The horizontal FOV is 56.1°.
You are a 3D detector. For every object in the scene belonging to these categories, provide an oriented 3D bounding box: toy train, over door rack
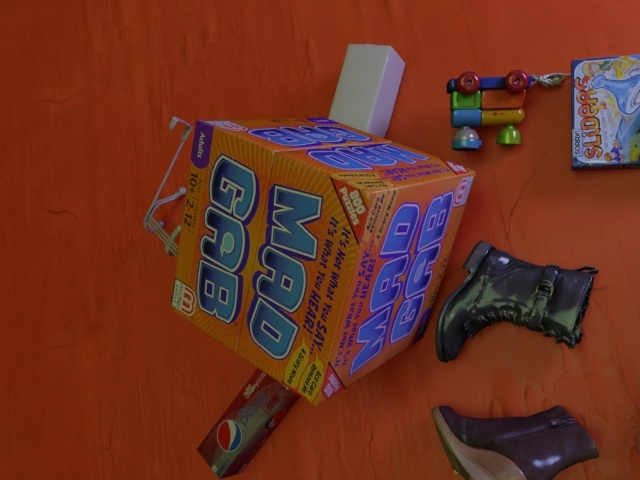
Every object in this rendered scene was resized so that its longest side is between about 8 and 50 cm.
[{"bbox_3d":[0.368,-0.245,1.146,0.248,0.105,0.143,0,96,6],"label":"toy train"},{"bbox_3d":[-0.300,-0.096,1.456,0.239,0.108,0.324,42,122,29],"label":"over door rack"}]

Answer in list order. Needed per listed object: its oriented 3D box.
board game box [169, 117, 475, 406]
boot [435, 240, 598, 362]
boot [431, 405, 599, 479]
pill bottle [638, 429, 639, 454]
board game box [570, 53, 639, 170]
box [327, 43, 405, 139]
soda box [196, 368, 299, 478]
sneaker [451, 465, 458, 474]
[{"bbox_3d":[0.000,0.000,1.082,0.356,0.356,0.356,26,115,30],"label":"board game box"},{"bbox_3d":[0.346,0.135,1.072,0.229,0.091,0.263,23,90,31],"label":"boot"},{"bbox_3d":[0.324,0.338,1.042,0.206,0.248,0.090,-22,112,-7],"label":"boot"},{"bbox_3d":[0.528,0.285,0.827,0.160,0.283,0.160,-6,77,28],"label":"pill bottle"},{"bbox_3d":[0.518,-0.227,1.068,0.136,0.035,0.201,0,80,19],"label":"board game box"},{"bbox_3d":[0.087,-0.276,1.299,0.113,0.094,0.275,15,87,31],"label":"box"},{"bbox_3d":[-0.149,0.385,1.304,0.092,0.083,0.263,42,101,28],"label":"soda box"},{"bbox_3d":[0.271,0.395,1.096,0.083,0.031,0.035,-39,64,17],"label":"sneaker"}]
